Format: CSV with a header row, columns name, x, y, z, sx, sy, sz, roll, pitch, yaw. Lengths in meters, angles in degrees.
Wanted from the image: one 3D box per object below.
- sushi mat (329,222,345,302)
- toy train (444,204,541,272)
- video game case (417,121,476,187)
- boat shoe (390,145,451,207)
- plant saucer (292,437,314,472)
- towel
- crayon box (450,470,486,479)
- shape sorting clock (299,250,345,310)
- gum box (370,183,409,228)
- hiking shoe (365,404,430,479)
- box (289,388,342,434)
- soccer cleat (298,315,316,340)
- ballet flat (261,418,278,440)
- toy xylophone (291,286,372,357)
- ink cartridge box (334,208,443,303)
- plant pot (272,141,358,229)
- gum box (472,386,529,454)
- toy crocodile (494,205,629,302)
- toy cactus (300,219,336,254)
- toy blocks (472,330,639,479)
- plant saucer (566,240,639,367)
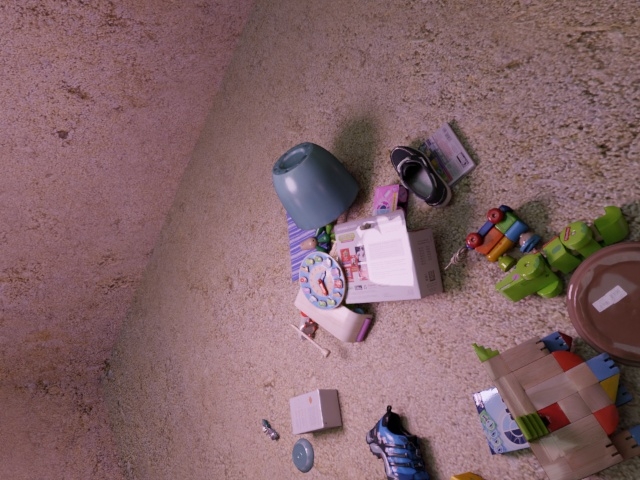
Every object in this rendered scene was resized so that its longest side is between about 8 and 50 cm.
name,x,y,z,sx,sy,sz,roll,pitch,yaw
sushi mat,0.087,0.103,1.724,0.151,0.019,0.316,32,110,21
toy train,0.475,0.036,1.308,0.143,0.105,0.248,49,116,30
video game case,0.389,-0.255,1.541,0.183,0.023,0.201,-44,51,32
boat shoe,0.307,-0.224,1.535,0.114,0.091,0.302,-57,45,21
plant saucer,-0.071,0.800,1.757,0.119,0.021,0.119,-18,66,46
towel,-0.058,-0.021,1.971,0.243,0.040,0.335,-28,59,42
crayon box,0.428,0.805,1.121,0.313,0.106,0.362,11,87,51
shape sorting clock,0.002,0.140,1.621,0.206,0.040,0.206,7,102,36
gum box,0.239,-0.092,1.633,0.107,0.062,0.188,-1,79,49
hiking shoe,0.247,0.633,1.371,0.304,0.113,0.132,42,112,46
box,-0.020,0.617,1.699,0.171,0.091,0.130,-32,56,40
soccer cleat,-0.048,0.293,1.852,0.076,0.068,0.196,3,74,54
ballet flat,-0.214,0.768,1.912,0.114,0.041,0.041,28,100,48
toy xylophone,0.017,0.264,1.701,0.323,0.081,0.236,41,114,28
ink cartridge box,0.209,0.053,1.520,0.310,0.130,0.271,-11,89,47
plant pot,-0.042,-0.222,1.772,0.293,0.235,0.293,-27,34,20
gum box,0.495,0.443,1.198,0.184,0.041,0.156,-35,55,38
toy crocodile,0.585,0.041,1.162,0.340,0.115,0.105,-44,23,31
toy cactus,0.000,0.000,1.820,0.181,0.112,0.218,-20,75,28
toy blocks,0.555,0.351,1.047,0.261,0.190,0.381,-30,54,8
plant saucer,0.681,0.140,1.020,0.278,0.041,0.277,2,94,39
